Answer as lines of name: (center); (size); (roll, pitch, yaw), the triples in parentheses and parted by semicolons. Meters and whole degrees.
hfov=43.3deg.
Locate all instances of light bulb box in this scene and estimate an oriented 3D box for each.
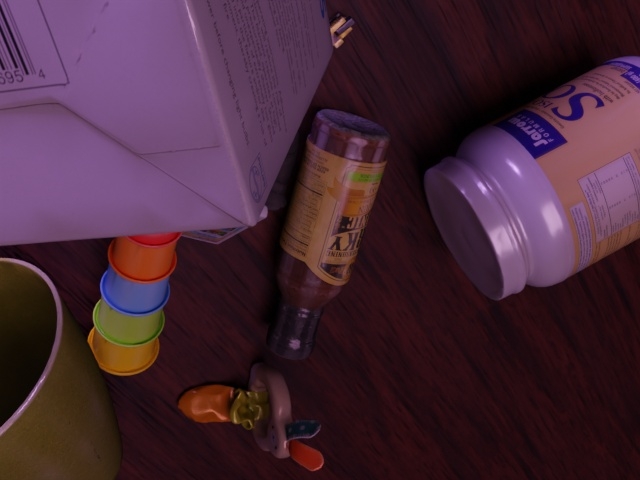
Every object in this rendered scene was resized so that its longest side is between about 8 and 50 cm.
light bulb box: (-0.202, -0.180, 0.688); (0.357, 0.361, 0.225); (-4, 122, 14)

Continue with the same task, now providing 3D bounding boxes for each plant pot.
plant pot: (-0.368, 0.218, 0.983); (0.274, 0.275, 0.293); (-30, 138, -6)

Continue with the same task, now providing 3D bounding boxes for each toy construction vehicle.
toy construction vehicle: (-0.002, -0.274, 0.991); (0.098, 0.035, 0.086); (-41, 124, 2)

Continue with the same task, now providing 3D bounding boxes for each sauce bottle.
sauce bottle: (0.000, 0.000, 1.095); (0.111, 0.111, 0.344); (4, 116, -25)

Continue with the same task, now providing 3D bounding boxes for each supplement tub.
supplement tub: (0.336, -0.083, 1.114); (0.331, 0.241, 0.241); (-28, 124, -8)

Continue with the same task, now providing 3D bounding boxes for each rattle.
rattle: (-0.098, 0.255, 1.133); (0.142, 0.200, 0.130); (17, 108, -29)

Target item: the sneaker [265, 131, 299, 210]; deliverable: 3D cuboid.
sneaker: (-0.151, -0.132, 0.977); (0.286, 0.109, 0.130); (16, 99, -36)

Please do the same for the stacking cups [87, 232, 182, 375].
stacking cups: (-0.221, 0.043, 0.956); (0.096, 0.096, 0.316); (-3, 143, -22)

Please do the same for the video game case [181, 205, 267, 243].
video game case: (-0.167, -0.036, 0.999); (0.157, 0.143, 0.019); (15, 69, -29)
